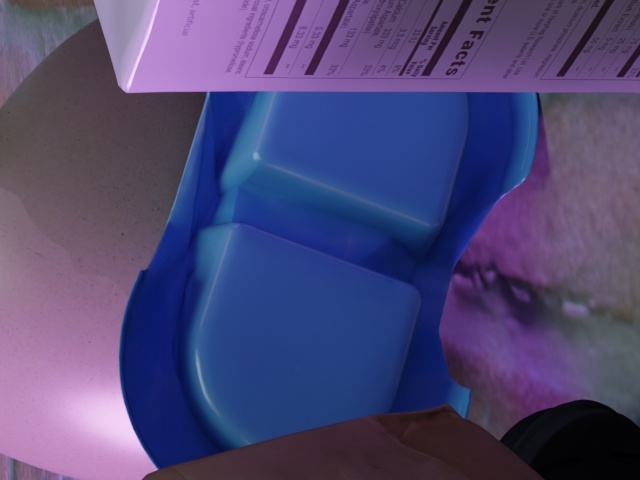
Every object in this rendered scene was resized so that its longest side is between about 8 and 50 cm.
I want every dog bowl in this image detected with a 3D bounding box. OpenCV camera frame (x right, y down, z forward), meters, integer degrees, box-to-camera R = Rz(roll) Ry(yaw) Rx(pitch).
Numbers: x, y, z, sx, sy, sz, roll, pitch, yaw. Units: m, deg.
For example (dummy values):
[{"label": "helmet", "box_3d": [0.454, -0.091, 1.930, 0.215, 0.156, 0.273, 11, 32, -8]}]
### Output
[{"label": "dog bowl", "box_3d": [0.000, 0.000, 0.763, 0.074, 0.166, 0.297, 141, 148, -69]}]

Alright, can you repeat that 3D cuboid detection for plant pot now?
[{"label": "plant pot", "box_3d": [-0.063, 0.032, 0.896, 0.191, 0.284, 0.284, 30, 127, 21]}]

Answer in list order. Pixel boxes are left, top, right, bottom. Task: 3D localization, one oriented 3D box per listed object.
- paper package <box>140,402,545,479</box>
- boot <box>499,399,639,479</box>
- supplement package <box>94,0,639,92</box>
[{"label": "paper package", "box_3d": [0.053, 0.268, 0.525, 0.325, 0.168, 0.309, 37, 128, 56]}, {"label": "boot", "box_3d": [0.065, 0.163, 0.778, 0.207, 0.094, 0.246, 32, 127, 56]}, {"label": "supplement package", "box_3d": [0.053, -0.189, 0.567, 0.198, 0.262, 0.199, 117, 143, -46]}]
